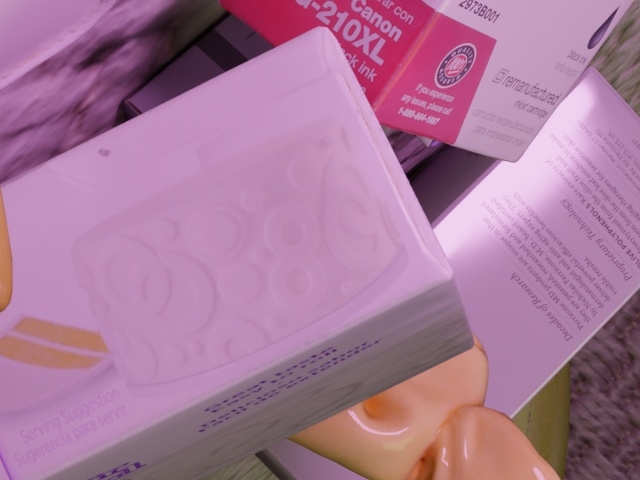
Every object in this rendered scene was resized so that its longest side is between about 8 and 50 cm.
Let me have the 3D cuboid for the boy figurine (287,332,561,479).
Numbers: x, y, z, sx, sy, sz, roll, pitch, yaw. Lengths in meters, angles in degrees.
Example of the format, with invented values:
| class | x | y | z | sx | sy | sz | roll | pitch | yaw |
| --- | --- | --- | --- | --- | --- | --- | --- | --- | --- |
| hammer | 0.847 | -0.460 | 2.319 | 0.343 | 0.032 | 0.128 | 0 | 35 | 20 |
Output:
| class | x | y | z | sx | sy | sz | roll | pitch | yaw |
| --- | --- | --- | --- | --- | --- | --- | --- | --- | --- |
| boy figurine | 0.027 | 0.075 | 0.907 | 0.177 | 0.285 | 0.092 | -33 | 161 | -54 |

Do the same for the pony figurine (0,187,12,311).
| class | x | y | z | sx | sy | sz | roll | pitch | yaw |
| --- | --- | --- | --- | --- | --- | --- | --- | --- | --- |
| pony figurine | -0.185 | 0.027 | 0.183 | 0.363 | 0.302 | 0.351 | 65 | 41 | -55 |

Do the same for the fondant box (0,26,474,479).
| class | x | y | z | sx | sy | sz | roll | pitch | yaw |
| --- | --- | --- | --- | --- | --- | --- | --- | --- | --- |
| fondant box | -0.065 | 0.044 | 0.645 | 0.238 | 0.096 | 0.330 | -26 | 169 | 3 |

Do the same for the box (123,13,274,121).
| class | x | y | z | sx | sy | sz | roll | pitch | yaw |
| --- | --- | --- | --- | --- | --- | --- | --- | --- | --- |
| box | -0.017 | -0.087 | 0.828 | 0.186 | 0.038 | 0.145 | -43 | 165 | -17 |

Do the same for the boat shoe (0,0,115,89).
| class | x | y | z | sx | sy | sz | roll | pitch | yaw |
| --- | --- | --- | --- | --- | --- | --- | --- | --- | --- |
| boat shoe | -0.149 | -0.030 | 0.468 | 0.277 | 0.096 | 0.098 | -35 | 163 | -39 |

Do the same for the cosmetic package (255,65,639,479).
| class | x | y | z | sx | sy | sz | roll | pitch | yaw |
| --- | --- | --- | --- | --- | --- | --- | --- | --- | --- |
| cosmetic package | 0.094 | 0.047 | 1.204 | 0.365 | 0.155 | 0.197 | -45 | -170 | -7 |

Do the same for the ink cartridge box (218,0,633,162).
| class | x | y | z | sx | sy | sz | roll | pitch | yaw |
| --- | --- | --- | --- | --- | --- | --- | --- | --- | --- |
| ink cartridge box | 0.090 | -0.164 | 0.702 | 0.237 | 0.100 | 0.172 | -56 | 155 | 14 |

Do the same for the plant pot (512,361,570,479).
| class | x | y | z | sx | sy | sz | roll | pitch | yaw |
| --- | --- | --- | --- | --- | --- | --- | --- | --- | --- |
| plant pot | 0.135 | 0.141 | 1.542 | 0.274 | 0.274 | 0.294 | -32 | 145 | -46 |

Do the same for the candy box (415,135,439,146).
| class | x | y | z | sx | sy | sz | roll | pitch | yaw |
| --- | --- | --- | --- | --- | --- | --- | --- | --- | --- |
| candy box | 0.128 | -0.171 | 0.959 | 0.165 | 0.070 | 0.196 | -34 | 162 | -41 |
